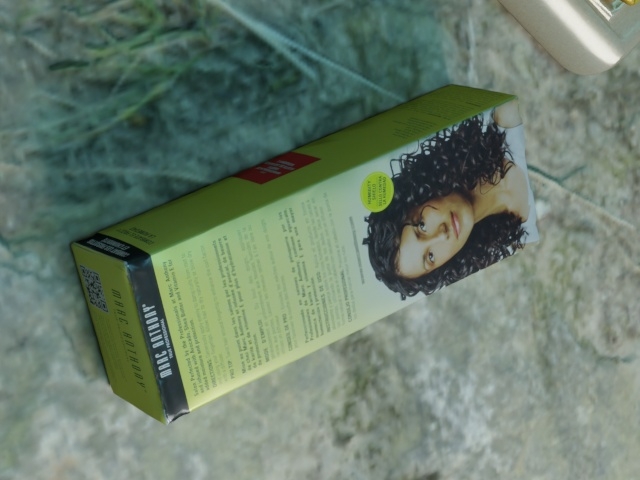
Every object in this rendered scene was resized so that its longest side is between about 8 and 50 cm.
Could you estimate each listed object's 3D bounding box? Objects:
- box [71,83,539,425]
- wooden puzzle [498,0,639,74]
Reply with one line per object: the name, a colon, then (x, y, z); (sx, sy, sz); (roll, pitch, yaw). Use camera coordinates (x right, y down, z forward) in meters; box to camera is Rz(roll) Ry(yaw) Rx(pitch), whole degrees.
box: (0.000, 0.000, 0.779); (0.232, 0.058, 0.087); (-25, 115, -27)
wooden puzzle: (0.159, -0.220, 0.789); (0.238, 0.044, 0.221); (-44, 126, 10)
